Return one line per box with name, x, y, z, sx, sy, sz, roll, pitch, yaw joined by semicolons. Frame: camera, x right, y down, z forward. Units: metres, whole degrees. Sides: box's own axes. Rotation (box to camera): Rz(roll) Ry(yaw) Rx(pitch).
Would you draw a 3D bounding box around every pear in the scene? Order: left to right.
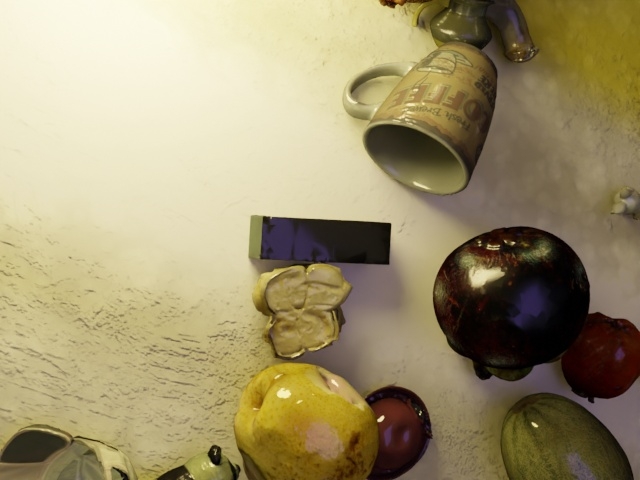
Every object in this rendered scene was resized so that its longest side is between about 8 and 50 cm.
pear;-0.027;0.348;1.488;0.271;0.271;0.271;-1;92;-22

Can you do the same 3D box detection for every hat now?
hat;-0.443;0.442;1.377;0.275;0.161;0.232;-7;59;-1
hat;0.144;0.395;1.647;0.205;0.089;0.205;-1;92;-23

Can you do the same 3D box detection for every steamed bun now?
steamed bun;-0.033;0.122;1.559;0.192;0.106;0.177;-18;103;-12

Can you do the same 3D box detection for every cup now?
cup;0.201;-0.269;1.610;0.301;0.227;0.257;26;67;8

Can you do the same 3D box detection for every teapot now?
teapot;0.273;-0.449;1.652;0.166;0.130;0.119;15;119;6

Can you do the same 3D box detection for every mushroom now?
mushroom;0.385;-0.474;1.721;0.223;0.081;0.092;50;56;-18

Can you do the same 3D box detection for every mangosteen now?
mangosteen;0.384;0.126;1.628;0.330;0.330;0.330;-1;92;-22

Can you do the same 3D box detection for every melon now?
melon;0.516;0.476;1.719;0.248;0.248;0.329;-38;95;-17

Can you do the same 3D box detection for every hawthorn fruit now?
hawthorn fruit;0.624;0.269;1.797;0.185;0.185;0.202;7;104;-22

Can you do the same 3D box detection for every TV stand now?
TV stand;0.000;0.000;1.579;0.270;0.083;0.088;2;92;-21

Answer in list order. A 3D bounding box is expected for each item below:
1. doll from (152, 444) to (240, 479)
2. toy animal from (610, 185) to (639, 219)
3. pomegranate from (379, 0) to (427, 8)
doll;-0.247;0.473;1.462;0.234;0.143;0.135;-33;75;-9
toy animal;0.720;-0.085;1.876;0.124;0.085;0.071;15;103;-17
pomegranate;0.187;-0.561;1.546;0.229;0.252;0.270;37;71;-37
